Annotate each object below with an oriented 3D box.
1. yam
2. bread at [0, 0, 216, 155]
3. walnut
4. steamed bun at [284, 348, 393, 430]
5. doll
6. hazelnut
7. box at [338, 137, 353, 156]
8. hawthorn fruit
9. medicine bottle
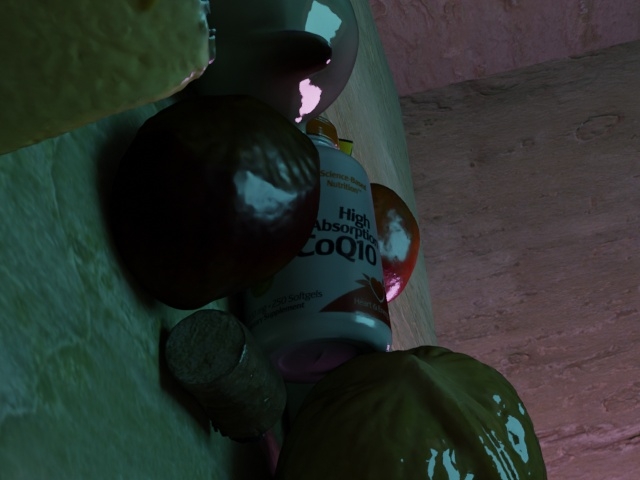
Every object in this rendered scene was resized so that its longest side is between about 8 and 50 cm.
[{"bbox_3d":[-0.079,0.115,0.925,0.127,0.084,0.084,68,14,-56],"label":"yam"},{"bbox_3d":[-0.154,-0.175,0.582,0.135,0.178,0.240,-74,148,-66],"label":"bread"},{"bbox_3d":[0.089,0.262,1.076,0.333,0.332,0.333,-12,90,-80],"label":"walnut"},{"bbox_3d":[0.049,0.210,1.316,0.232,0.145,0.232,-12,90,-80],"label":"steamed bun"},{"bbox_3d":[-0.061,-0.283,1.153,0.215,0.226,0.370,114,-12,-50],"label":"doll"},{"bbox_3d":[-0.091,-0.039,0.895,0.201,0.160,0.170,-22,87,-42],"label":"hazelnut"},{"bbox_3d":[0.000,0.000,1.397,0.129,0.033,0.247,-77,180,-68],"label":"box"},{"bbox_3d":[0.056,0.010,1.547,0.189,0.189,0.189,-12,90,-80],"label":"hawthorn fruit"},{"bbox_3d":[-0.014,0.001,1.189,0.157,0.157,0.289,60,20,-59],"label":"medicine bottle"}]
